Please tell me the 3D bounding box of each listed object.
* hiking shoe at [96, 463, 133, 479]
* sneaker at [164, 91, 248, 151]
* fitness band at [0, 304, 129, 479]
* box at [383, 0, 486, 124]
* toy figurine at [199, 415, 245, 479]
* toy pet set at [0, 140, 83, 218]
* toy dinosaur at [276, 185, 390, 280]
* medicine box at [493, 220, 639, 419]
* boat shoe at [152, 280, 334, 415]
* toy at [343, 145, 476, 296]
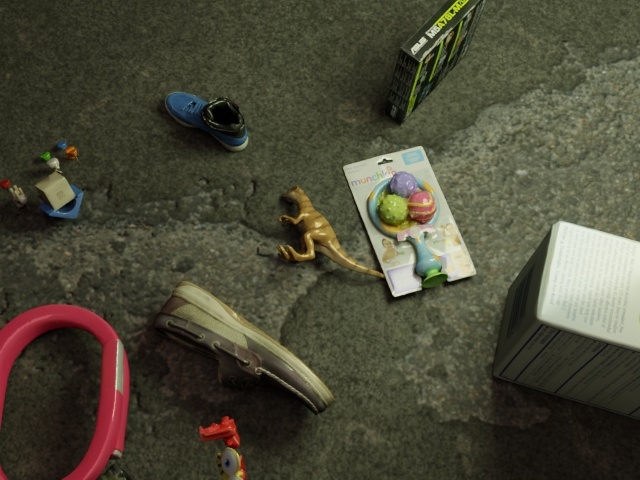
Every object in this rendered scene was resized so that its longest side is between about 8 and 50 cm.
[{"bbox_3d":[-0.264,0.412,1.265,0.114,0.086,0.227,-26,61,-5],"label":"hiking shoe"},{"bbox_3d":[-0.180,-0.204,1.527,0.152,0.084,0.058,34,69,11],"label":"sneaker"},{"bbox_3d":[-0.367,0.222,1.326,0.209,0.054,0.291,-6,60,9],"label":"fitness band"},{"bbox_3d":[0.181,-0.297,1.533,0.045,0.191,0.184,41,71,12],"label":"box"},{"bbox_3d":[-0.174,0.411,1.172,0.217,0.191,0.363,-11,88,-5],"label":"toy figurine"},{"bbox_3d":[-0.405,-0.080,1.487,0.122,0.065,0.114,-39,39,-21],"label":"toy pet set"},{"bbox_3d":[0.000,0.000,1.462,0.112,0.064,0.211,-34,73,-18],"label":"toy dinosaur"},{"bbox_3d":[0.410,0.124,1.323,0.289,0.263,0.149,15,67,3],"label":"medicine box"},{"bbox_3d":[-0.111,0.167,1.366,0.285,0.103,0.092,34,74,15],"label":"boat shoe"},{"bbox_3d":[0.138,-0.042,1.492,0.136,0.056,0.237,-15,68,-11],"label":"toy"}]
